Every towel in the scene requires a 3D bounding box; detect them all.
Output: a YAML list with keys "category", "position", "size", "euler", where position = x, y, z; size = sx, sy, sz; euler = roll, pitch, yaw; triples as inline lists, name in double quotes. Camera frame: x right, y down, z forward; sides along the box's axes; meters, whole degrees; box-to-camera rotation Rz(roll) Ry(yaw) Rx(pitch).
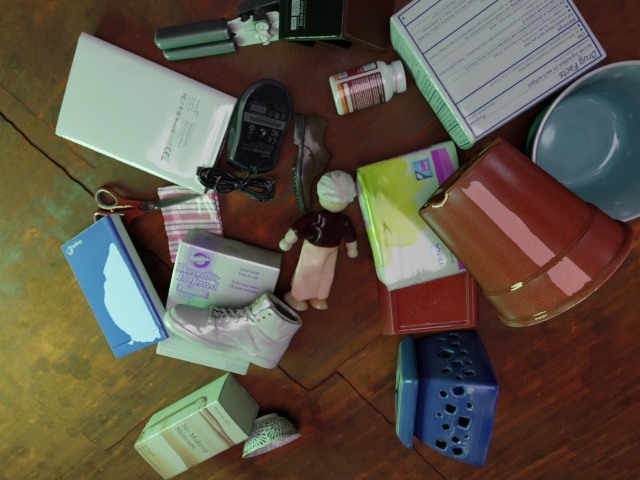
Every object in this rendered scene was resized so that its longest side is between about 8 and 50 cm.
- category: "towel"
  position: [-0.320, -0.041, 1.002]
  size: [0.144, 0.029, 0.196]
  euler: [-4, 108, 3]

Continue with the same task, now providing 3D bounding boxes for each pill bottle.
- category: "pill bottle"
  position: [0.101, -0.331, 0.861]
  size: [0.152, 0.086, 0.085]
  euler: [-14, 107, 7]

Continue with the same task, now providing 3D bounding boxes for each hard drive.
- category: "hard drive"
  position: [-0.503, 0.120, 0.991]
  size: [0.210, 0.040, 0.318]
  euler: [-24, 92, 27]
- category: "hard drive"
  position: [-0.391, -0.280, 0.911]
  size: [0.353, 0.047, 0.232]
  euler: [22, 103, -5]

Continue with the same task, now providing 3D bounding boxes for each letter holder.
- category: "letter holder"
  position: [0.046, -0.539, 0.779]
  size: [0.152, 0.214, 0.301]
  euler: [15, 112, 31]

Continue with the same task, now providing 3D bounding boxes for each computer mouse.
- category: "computer mouse"
  position: [-0.157, -0.231, 0.902]
  size: [0.189, 0.072, 0.272]
  euler: [11, 114, -32]

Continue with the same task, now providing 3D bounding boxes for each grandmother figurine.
- category: "grandmother figurine"
  position: [0.000, 0.000, 0.949]
  size: [0.208, 0.104, 0.342]
  euler: [-1, 116, -40]

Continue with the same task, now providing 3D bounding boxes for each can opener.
- category: "can opener"
  position: [-0.208, -0.447, 0.855]
  size: [0.281, 0.074, 0.093]
  euler: [-11, 73, 4]

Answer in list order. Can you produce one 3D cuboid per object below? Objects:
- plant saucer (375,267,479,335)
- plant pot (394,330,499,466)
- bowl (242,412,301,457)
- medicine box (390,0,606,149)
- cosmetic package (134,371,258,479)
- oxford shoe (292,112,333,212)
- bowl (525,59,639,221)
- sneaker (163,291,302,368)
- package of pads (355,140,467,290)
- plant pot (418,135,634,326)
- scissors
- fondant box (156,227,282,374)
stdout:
- category: "plant saucer"
  position: [0.278, 0.130, 1.024]
  size: [0.259, 0.047, 0.258]
  euler: [-6, 108, 5]
- category: "plant pot"
  position: [0.300, 0.379, 1.014]
  size: [0.212, 0.236, 0.235]
  euler: [2, 108, 9]
- category: "bowl"
  position: [-0.148, 0.546, 1.144]
  size: [0.170, 0.170, 0.080]
  euler: [-29, 61, 11]
- category: "medicine box"
  position: [0.321, -0.372, 0.779]
  size: [0.264, 0.149, 0.289]
  euler: [-33, 92, 12]
- category: "cosmetic package"
  position: [-0.345, 0.524, 1.134]
  size: [0.296, 0.129, 0.153]
  euler: [-33, 102, 11]
- category: "oxford shoe"
  position: [-0.018, -0.171, 0.923]
  size: [0.096, 0.082, 0.227]
  euler: [1, 112, -8]
- category: "bowl"
  position: [0.569, -0.200, 0.844]
  size: [0.312, 0.163, 0.311]
  euler: [0, 108, 2]
- category: "sneaker"
  position: [-0.188, 0.171, 0.919]
  size: [0.293, 0.108, 0.169]
  euler: [26, 108, -22]
- category: "package of pads"
  position: [0.214, -0.051, 0.914]
  size: [0.230, 0.101, 0.296]
  euler: [-15, 95, 5]
- category: "plant pot"
  position: [0.346, -0.030, 0.747]
  size: [0.265, 0.272, 0.272]
  euler: [44, 105, 2]
- category: "scissors"
  position: [-0.427, -0.073, 0.985]
  size: [0.298, 0.021, 0.108]
  euler: [4, 104, 8]
- category: "fondant box"
  position: [-0.257, 0.160, 1.014]
  size: [0.239, 0.096, 0.330]
  euler: [16, 110, -8]
